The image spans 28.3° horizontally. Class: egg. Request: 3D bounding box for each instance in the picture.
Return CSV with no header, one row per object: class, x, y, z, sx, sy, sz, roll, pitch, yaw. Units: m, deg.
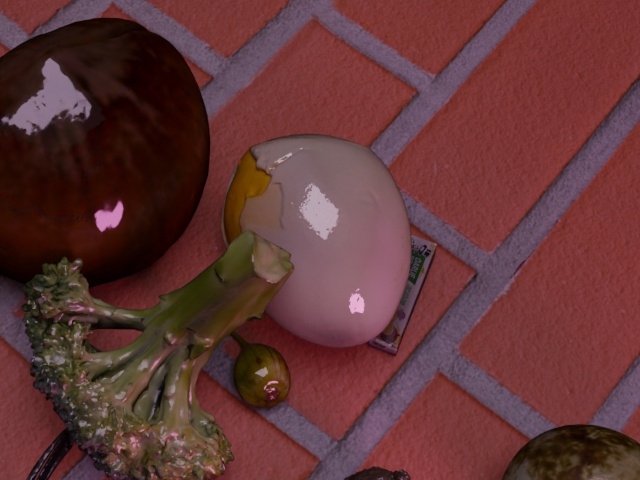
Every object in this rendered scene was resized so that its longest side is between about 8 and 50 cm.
egg,0.400,0.389,1.821,0.290,0.238,0.238,14,62,13
egg,0.000,0.000,1.952,0.283,0.283,0.345,-15,76,-15

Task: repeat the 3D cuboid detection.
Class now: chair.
chair,-0.385,0.380,1.815,0.101,0.084,0.212,33,63,13

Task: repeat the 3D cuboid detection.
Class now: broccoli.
broccoli,-0.196,0.187,1.800,0.397,0.353,0.275,-17,34,0

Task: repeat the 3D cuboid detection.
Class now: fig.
fig,-0.102,0.176,1.953,0.093,0.093,0.166,-15,65,-15

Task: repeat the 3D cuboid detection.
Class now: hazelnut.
hazelnut,-0.361,-0.120,1.929,0.429,0.402,0.402,-33,72,-27

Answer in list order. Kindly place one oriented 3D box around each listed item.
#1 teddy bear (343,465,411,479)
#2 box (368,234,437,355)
teddy bear,0.071,0.419,1.832,0.140,0.177,0.190,36,53,-41
box,0.134,0.087,2.056,0.050,0.041,0.207,21,62,7
